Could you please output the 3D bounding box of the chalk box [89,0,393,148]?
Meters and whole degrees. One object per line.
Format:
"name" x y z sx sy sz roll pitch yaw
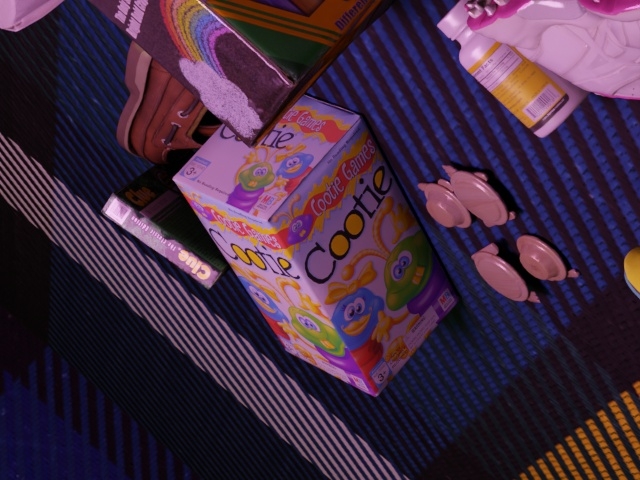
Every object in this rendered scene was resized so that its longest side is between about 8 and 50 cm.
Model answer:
"chalk box" -0.087 -0.247 1.503 0.289 0.179 0.180 43 162 0

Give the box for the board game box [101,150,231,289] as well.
"board game box" -0.130 -0.029 2.053 0.136 0.030 0.259 38 -162 2

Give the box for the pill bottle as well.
"pill bottle" 0.144 -0.137 1.457 0.116 0.065 0.065 44 161 -3

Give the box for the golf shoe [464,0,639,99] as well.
"golf shoe" 0.214 -0.153 1.246 0.140 0.115 0.306 37 170 -19

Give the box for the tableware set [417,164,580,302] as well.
"tableware set" 0.158 -0.006 1.793 0.168 0.020 0.141 48 159 -13

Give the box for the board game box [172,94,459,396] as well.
"board game box" 0.000 0.000 1.926 0.144 0.142 0.275 24 154 42

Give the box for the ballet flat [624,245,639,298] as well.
"ballet flat" 0.343 0.057 1.503 0.231 0.077 0.077 35 139 11

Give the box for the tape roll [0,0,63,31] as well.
"tape roll" -0.363 -0.375 1.803 0.392 0.072 0.392 49 164 19

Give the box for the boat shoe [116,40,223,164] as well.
"boat shoe" -0.131 -0.131 1.948 0.104 0.110 0.307 33 166 7
